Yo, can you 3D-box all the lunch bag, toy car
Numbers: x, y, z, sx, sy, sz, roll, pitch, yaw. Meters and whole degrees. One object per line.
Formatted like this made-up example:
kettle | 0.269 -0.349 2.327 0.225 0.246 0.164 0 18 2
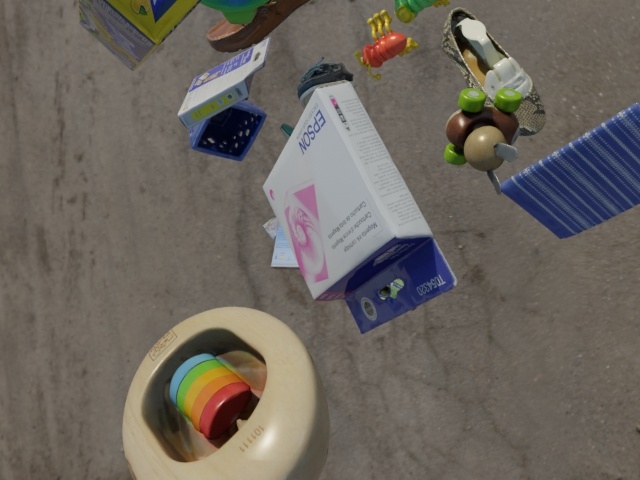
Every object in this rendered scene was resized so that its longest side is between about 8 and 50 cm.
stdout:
lunch bag | -0.190 -0.051 2.264 0.071 0.083 0.053 51 134 -5
toy car | 0.338 -0.184 1.088 0.188 0.149 0.154 -101 12 -47

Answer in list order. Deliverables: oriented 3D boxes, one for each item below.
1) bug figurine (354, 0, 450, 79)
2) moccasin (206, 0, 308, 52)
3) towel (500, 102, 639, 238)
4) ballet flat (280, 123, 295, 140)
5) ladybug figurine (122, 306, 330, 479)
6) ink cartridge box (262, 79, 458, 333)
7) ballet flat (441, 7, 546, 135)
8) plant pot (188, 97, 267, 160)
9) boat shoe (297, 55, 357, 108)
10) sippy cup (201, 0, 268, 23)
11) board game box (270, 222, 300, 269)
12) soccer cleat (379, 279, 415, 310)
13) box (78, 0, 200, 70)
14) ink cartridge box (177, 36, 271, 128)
bug figurine | 0.065 -0.375 0.839 0.216 0.279 0.072 -21 41 51
moccasin | -0.145 -0.634 1.459 0.380 0.147 0.139 -27 54 16
towel | 0.598 -0.136 1.221 0.336 0.243 0.040 -35 31 44
ballet flat | -0.063 -0.297 1.722 0.168 0.057 0.052 35 123 8
ladybug figurine | -0.141 0.260 0.851 0.305 0.161 0.449 -46 34 -13
ink cartridge box | 0.034 -0.021 0.883 0.329 0.072 0.324 65 153 12
ballet flat | 0.503 -0.521 1.662 0.164 0.182 0.482 -27 62 2
plant pot | -0.389 -0.482 2.201 0.235 0.236 0.212 -56 46 26
boat shoe | 0.009 -0.354 1.230 0.095 0.254 0.079 -25 97 34
sippy cup | -0.171 -0.599 1.067 0.305 0.240 0.223 -46 34 37
board game box | 0.000 0.000 1.354 0.282 0.027 0.144 -1 75 39
soccer cleat | 0.199 0.165 1.675 0.121 0.093 0.289 35 159 -8
box | -0.119 -0.157 0.367 0.059 0.054 0.169 -50 25 -6
ink cartridge box | -0.282 -0.500 1.749 0.308 0.072 0.303 -21 33 15
